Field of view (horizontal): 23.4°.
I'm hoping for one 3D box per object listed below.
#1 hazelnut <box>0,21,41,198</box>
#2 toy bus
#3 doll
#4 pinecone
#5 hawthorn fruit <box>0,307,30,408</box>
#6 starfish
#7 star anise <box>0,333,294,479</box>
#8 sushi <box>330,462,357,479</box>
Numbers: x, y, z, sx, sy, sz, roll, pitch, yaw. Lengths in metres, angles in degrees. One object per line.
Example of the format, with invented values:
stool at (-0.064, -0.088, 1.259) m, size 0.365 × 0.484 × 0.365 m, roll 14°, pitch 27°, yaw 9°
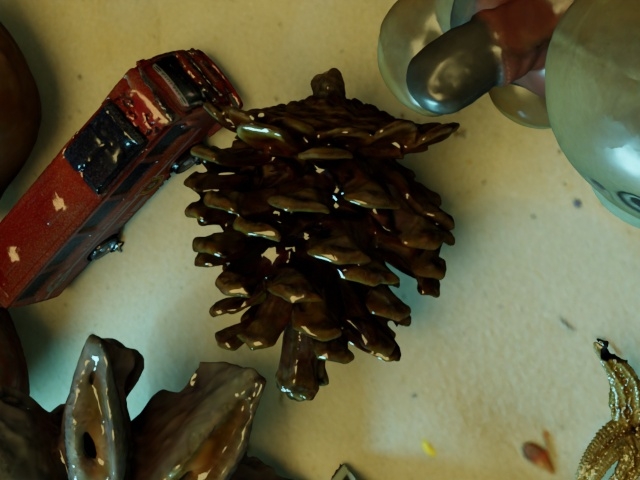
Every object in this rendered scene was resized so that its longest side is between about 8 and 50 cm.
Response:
hazelnut at (-0.327, -0.087, 1.168) m, size 0.230 × 0.229 × 0.229 m, roll 5°, pitch 101°, yaw 25°
toy bus at (-0.162, -0.044, 1.143) m, size 0.073 × 0.096 × 0.235 m, roll 49°, pitch 116°, yaw 8°
doll at (0.183, -0.106, 0.872) m, size 0.330 × 0.235 × 0.174 m, roll 38°, pitch 112°, yaw 49°
pinecone at (0.001, 0.000, 1.031) m, size 0.186 × 0.169 × 0.212 m, roll 9°, pitch 117°, yaw 36°
hawthorn fruit at (-0.313, 0.145, 1.197) m, size 0.181 × 0.181 × 0.235 m, roll 7°, pitch 100°, yaw 25°
starfish at (0.211, 0.119, 1.019) m, size 0.133 × 0.041 × 0.130 m, roll -17°, pitch 97°, yaw 25°
star anise at (-0.157, 0.196, 1.123) m, size 0.332 × 0.117 × 0.331 m, roll -7°, pitch 124°, yaw -10°
sushi at (0.018, 0.283, 1.143) m, size 0.139 × 0.031 × 0.201 m, roll 48°, pitch 119°, yaw 39°
